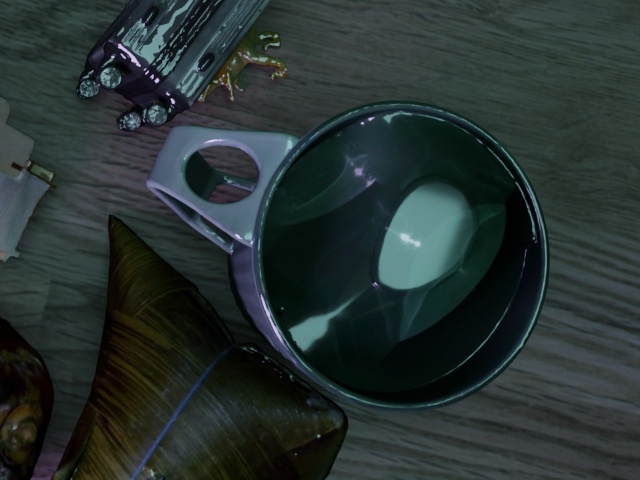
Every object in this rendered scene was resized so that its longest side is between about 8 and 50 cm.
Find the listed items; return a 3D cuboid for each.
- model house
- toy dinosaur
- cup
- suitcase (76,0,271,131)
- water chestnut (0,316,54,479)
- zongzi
[{"bbox_3d":[-0.483,-0.124,1.144,0.244,0.326,0.169,22,84,25],"label":"model house"},{"bbox_3d":[-0.111,-0.263,1.341,0.126,0.039,0.162,-8,88,-12],"label":"toy dinosaur"},{"bbox_3d":[0.021,-0.013,1.178,0.310,0.392,0.401,-37,96,-13],"label":"cup"},{"bbox_3d":[-0.159,-0.279,1.249,0.128,0.202,0.312,38,79,-20],"label":"suitcase"},{"bbox_3d":[-0.441,0.205,1.139,0.289,0.244,0.289,2,84,-17],"label":"water chestnut"},{"bbox_3d":[-0.248,0.203,1.161,0.403,0.208,0.432,-35,72,-30],"label":"zongzi"}]
